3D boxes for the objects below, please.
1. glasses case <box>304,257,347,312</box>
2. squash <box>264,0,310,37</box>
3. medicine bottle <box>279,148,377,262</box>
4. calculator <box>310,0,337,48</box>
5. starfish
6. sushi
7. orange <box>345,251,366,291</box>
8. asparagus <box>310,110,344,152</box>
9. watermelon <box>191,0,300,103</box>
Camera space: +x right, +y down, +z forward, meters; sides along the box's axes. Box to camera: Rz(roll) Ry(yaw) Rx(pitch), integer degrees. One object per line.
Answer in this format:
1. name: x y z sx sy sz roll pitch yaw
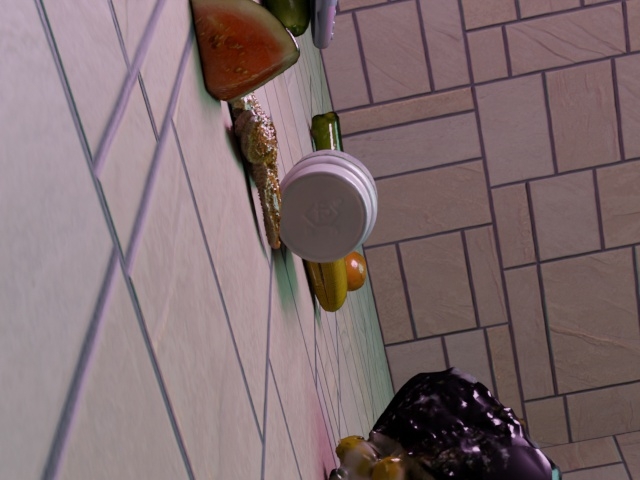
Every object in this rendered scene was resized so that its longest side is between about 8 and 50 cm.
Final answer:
1. glasses case: 0.000 0.000 1.810 0.079 0.064 0.234 -78 159 -60
2. squash: -0.064 -0.460 2.014 0.082 0.082 0.292 72 11 -59
3. medicine bottle: 0.008 -0.046 1.534 0.237 0.139 0.139 -71 149 -83
4. calculator: 0.005 -0.459 1.928 0.185 0.041 0.298 -97 -172 -53
5. starfish: -0.069 -0.108 1.341 0.227 0.043 0.240 -72 154 -79
6. sushi: 0.141 0.360 1.539 0.328 0.285 0.328 56 -16 36
7. orange: 0.054 0.059 2.314 0.083 0.070 0.083 179 -90 -87
8. asparagus: 0.026 -0.135 2.487 0.067 0.060 0.277 5 73 -39
9. watermelon: -0.086 -0.174 1.175 0.135 0.125 0.094 104 13 -54
